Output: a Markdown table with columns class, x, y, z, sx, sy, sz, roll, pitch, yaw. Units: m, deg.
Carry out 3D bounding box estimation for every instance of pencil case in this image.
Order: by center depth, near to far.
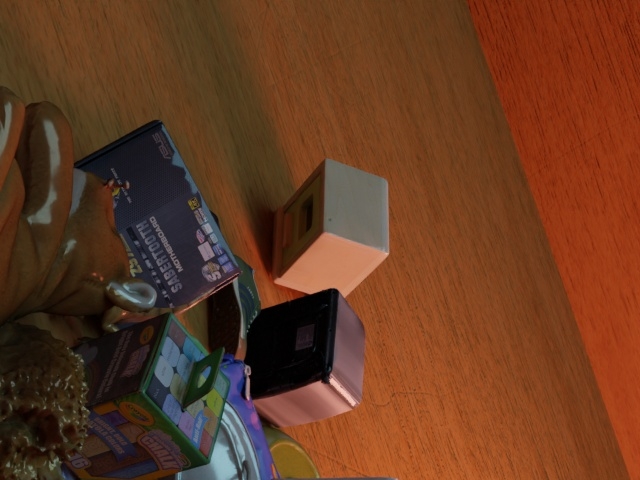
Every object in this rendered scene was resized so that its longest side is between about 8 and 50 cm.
| class | x | y | z | sx | sy | sz | roll | pitch | yaw |
| --- | --- | --- | --- | --- | --- | --- | --- | --- | --- |
| pencil case | -0.117 | 0.293 | 1.510 | 0.119 | 0.133 | 0.306 | -51 | 121 | -84 |

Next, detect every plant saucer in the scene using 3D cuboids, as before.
| class | x | y | z | sx | sy | sz | roll | pitch | yaw |
| --- | --- | --- | --- | --- | --- | --- | --- | --- | --- |
| plant saucer | -0.051 | 0.387 | 1.674 | 0.241 | 0.037 | 0.241 | 41 | 39 | -45 |

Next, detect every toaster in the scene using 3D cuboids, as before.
| class | x | y | z | sx | sy | sz | roll | pitch | yaw |
| --- | --- | --- | --- | --- | --- | --- | --- | --- | --- |
| toaster | -0.027 | 0.182 | 1.708 | 0.110 | 0.168 | 0.185 | 48 | 34 | -38 |

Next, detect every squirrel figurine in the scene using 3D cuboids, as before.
| class | x | y | z | sx | sy | sz | roll | pitch | yaw |
| --- | --- | --- | --- | --- | --- | --- | --- | --- | --- |
| squirrel figurine | -0.343 | 0.052 | 1.176 | 0.370 | 0.281 | 0.397 | 32 | 59 | -65 |

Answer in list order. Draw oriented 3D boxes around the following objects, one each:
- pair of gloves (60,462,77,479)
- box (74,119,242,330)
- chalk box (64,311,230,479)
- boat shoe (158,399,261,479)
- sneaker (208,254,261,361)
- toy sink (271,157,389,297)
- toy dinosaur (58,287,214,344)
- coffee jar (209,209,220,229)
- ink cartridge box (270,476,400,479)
| class | x | y | z | sx | sy | sz | roll | pitch | yaw |
| --- | --- | --- | --- | --- | --- | --- | --- | --- | --- |
| pair of gloves | -0.269 | 0.269 | 1.363 | 0.198 | 0.023 | 0.159 | 54 | 30 | -29 |
| box | -0.233 | -0.011 | 1.460 | 0.232 | 0.183 | 0.059 | 64 | -17 | -13 |
| chalk box | -0.193 | 0.181 | 1.298 | 0.132 | 0.213 | 0.132 | 55 | 30 | -29 |
| boat shoe | -0.126 | 0.362 | 1.359 | 0.156 | 0.136 | 0.367 | 152 | -64 | -76 |
| sneaker | -0.119 | 0.108 | 1.699 | 0.086 | 0.064 | 0.192 | 27 | 46 | -47 |
| toy sink | 0.000 | 0.000 | 1.893 | 0.131 | 0.234 | 0.153 | 18 | 53 | -22 |
| toy dinosaur | -0.246 | 0.087 | 1.392 | 0.211 | 0.112 | 0.064 | 18 | 9 | -12 |
| coffee jar | -0.215 | -0.020 | 1.590 | 0.184 | 0.079 | 0.096 | 29 | 45 | -51 |
| ink cartridge box | 0.028 | 0.503 | 1.290 | 0.285 | 0.166 | 0.395 | 64 | 29 | -51 |
